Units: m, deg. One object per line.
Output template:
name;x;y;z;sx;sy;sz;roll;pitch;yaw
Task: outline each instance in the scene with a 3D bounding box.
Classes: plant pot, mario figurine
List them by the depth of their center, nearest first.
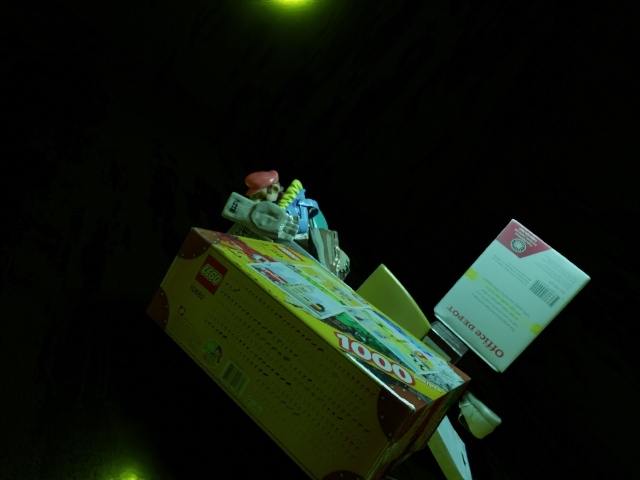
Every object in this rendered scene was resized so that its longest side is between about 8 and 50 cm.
plant pot;0.154;0.223;1.308;0.187;0.212;0.212;39;-17;17
mario figurine;-0.176;-0.127;1.999;0.320;0.198;0.170;44;39;-26

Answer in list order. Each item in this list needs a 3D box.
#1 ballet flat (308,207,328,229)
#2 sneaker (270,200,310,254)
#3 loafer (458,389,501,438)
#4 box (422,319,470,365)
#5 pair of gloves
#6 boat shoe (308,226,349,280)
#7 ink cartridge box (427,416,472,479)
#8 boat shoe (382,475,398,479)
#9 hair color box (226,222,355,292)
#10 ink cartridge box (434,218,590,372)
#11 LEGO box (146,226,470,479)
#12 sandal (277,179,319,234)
ballet flat;0.000;0.000;1.978;0.249;0.086;0.086;66;18;8
sneaker;-0.076;-0.035;1.866;0.302;0.121;0.108;32;-29;-24
loafer;0.465;0.531;1.588;0.102;0.092;0.268;43;-3;10
box;0.376;0.361;1.678;0.143;0.191;0.381;44;13;21
pair of gloves;-0.169;0.011;1.317;0.204;0.240;0.042;15;-22;-4
boat shoe;0.041;0.078;1.697;0.116;0.123;0.324;-5;52;-12
ink cartridge box;0.305;0.490;1.306;0.224;0.045;0.223;61;12;-4
boat shoe;0.077;0.424;0.918;0.183;0.066;0.066;32;15;-30
hair color box;-0.081;0.077;1.441;0.374;0.114;0.185;39;-9;1
ink cartridge box;0.588;0.173;1.631;0.279;0.385;0.160;44;11;20
LEGO box;-0.013;0.201;0.987;0.500;0.193;0.372;35;10;26
sandal;-0.097;-0.067;1.729;0.138;0.126;0.317;34;52;-7
